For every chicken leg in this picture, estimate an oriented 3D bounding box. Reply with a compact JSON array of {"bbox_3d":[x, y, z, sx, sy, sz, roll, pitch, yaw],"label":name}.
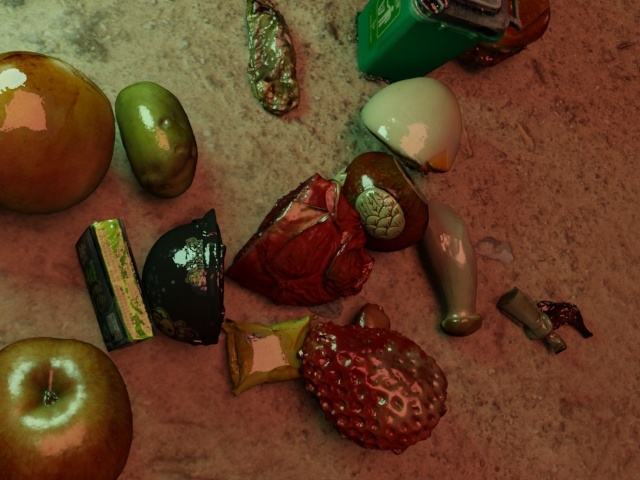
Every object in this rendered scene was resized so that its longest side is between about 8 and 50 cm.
[{"bbox_3d":[0.667,0.211,1.797,0.205,0.053,0.093,12,95,-14],"label":"chicken leg"}]

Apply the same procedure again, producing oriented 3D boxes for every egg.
[{"bbox_3d":[0.238,-0.296,1.587,0.264,0.174,0.286,35,30,1],"label":"egg"}]

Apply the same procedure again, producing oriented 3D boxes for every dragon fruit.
[{"bbox_3d":[0.000,0.000,1.483,0.330,0.302,0.240,28,33,-30],"label":"dragon fruit"}]

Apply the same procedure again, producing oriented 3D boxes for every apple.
[{"bbox_3d":[-0.462,0.310,1.140,0.277,0.250,0.309,-39,92,-27],"label":"apple"}]

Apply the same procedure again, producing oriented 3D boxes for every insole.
[{"bbox_3d":[-0.031,0.127,1.519,0.193,0.006,0.065,24,68,-17],"label":"insole"}]

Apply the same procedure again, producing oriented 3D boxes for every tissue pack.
[{"bbox_3d":[-0.397,0.091,1.268,0.073,0.173,0.236,-15,82,-33],"label":"tissue pack"}]

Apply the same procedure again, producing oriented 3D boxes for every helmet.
[{"bbox_3d":[-0.274,0.074,1.307,0.160,0.230,0.279,-4,66,-15],"label":"helmet"}]

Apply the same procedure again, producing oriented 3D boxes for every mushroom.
[{"bbox_3d":[0.323,0.065,1.637,0.128,0.128,0.350,-8,85,-26],"label":"mushroom"}]

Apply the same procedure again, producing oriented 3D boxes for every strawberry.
[{"bbox_3d":[0.116,0.290,1.372,0.336,0.149,0.265,34,66,-12],"label":"strawberry"}]

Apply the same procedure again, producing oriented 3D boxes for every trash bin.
[{"bbox_3d":[0.270,-0.556,1.620,0.295,0.381,0.259,7,75,-24],"label":"trash bin"}]

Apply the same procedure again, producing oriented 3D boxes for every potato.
[{"bbox_3d":[-0.336,-0.209,1.364,0.148,0.197,0.228,-12,54,-19],"label":"potato"}]

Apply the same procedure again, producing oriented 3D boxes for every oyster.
[{"bbox_3d":[-0.125,-0.471,1.598,0.128,0.078,0.345,-9,84,-18],"label":"oyster"}]

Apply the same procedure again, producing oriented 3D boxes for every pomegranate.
[{"bbox_3d":[-0.544,-0.188,1.220,0.319,0.319,0.319,6,74,-23],"label":"pomegranate"}]

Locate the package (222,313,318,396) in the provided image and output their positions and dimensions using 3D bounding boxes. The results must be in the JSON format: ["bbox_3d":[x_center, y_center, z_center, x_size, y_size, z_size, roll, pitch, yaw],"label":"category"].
[{"bbox_3d":[-0.097,0.239,1.413,0.226,0.090,0.168,-3,78,-25],"label":"package"}]

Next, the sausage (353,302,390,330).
[{"bbox_3d":[0.106,0.292,1.499,0.089,0.083,0.300,12,70,-21],"label":"sausage"}]

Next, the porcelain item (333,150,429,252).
[{"bbox_3d":[0.124,-0.073,1.550,0.253,0.253,0.253,6,74,-23],"label":"porcelain item"}]

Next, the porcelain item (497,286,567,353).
[{"bbox_3d":[0.566,0.215,1.736,0.213,0.084,0.054,41,37,-11],"label":"porcelain item"}]

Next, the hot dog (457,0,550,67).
[{"bbox_3d":[0.511,-0.626,1.858,0.405,0.185,0.223,-40,94,-27],"label":"hot dog"}]
